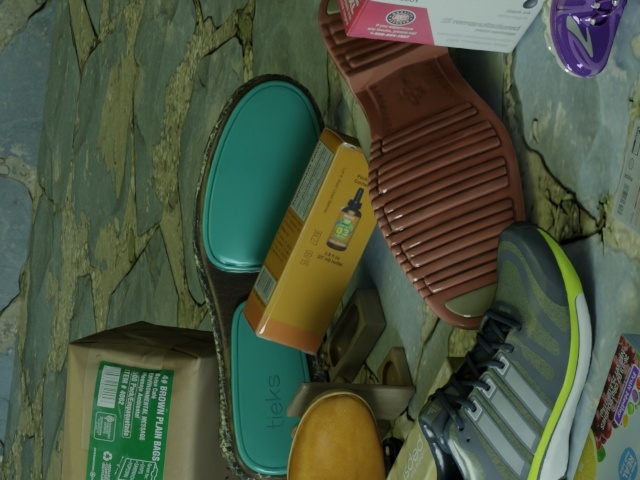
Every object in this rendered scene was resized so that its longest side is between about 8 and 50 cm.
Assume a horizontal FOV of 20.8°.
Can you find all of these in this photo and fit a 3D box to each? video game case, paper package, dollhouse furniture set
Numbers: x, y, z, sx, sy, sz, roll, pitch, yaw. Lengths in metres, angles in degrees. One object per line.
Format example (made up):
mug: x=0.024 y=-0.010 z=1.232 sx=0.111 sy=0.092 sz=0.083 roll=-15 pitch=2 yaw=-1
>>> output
video game case: x=0.270 y=-0.038 z=1.362 sx=0.122 sy=0.011 sz=0.087 roll=-132 pitch=50 yaw=-61
paper package: x=-0.196 y=0.274 z=2.135 sx=0.309 sy=0.168 sz=0.324 roll=-14 pitch=-70 yaw=-79
dollhouse furniture set: x=0.004 y=0.135 z=1.861 sx=0.144 sy=0.123 sz=0.151 roll=118 pitch=148 yaw=-47

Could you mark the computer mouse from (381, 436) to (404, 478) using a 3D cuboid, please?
computer mouse: x=0.082 y=0.308 z=1.754 sx=0.071 sy=0.041 sz=0.242 roll=117 pitch=149 yaw=-48

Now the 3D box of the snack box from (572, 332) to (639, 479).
snack box: x=0.256 y=0.200 z=1.283 sx=0.174 sy=0.070 sz=0.207 roll=-121 pitch=39 yaw=-56

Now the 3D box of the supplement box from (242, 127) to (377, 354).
supplement box: x=0.000 y=0.000 z=1.885 sx=0.233 sy=0.078 sz=0.080 roll=-64 pitch=22 yaw=13

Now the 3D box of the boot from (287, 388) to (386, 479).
boot: x=0.037 y=0.313 z=1.683 sx=0.211 sy=0.104 sz=0.295 roll=-126 pitch=36 yaw=-67

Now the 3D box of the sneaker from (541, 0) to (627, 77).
sneaker: x=0.231 y=-0.214 z=1.417 sx=0.071 sy=0.068 sz=0.170 roll=36 pitch=120 yaw=58

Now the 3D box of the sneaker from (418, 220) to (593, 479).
sneaker: x=0.151 y=0.132 z=1.489 sx=0.111 sy=0.121 sz=0.300 roll=-163 pitch=77 yaw=-68

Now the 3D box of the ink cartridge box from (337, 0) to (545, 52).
ink cartridge box: x=0.133 y=-0.279 z=1.525 sx=0.237 sy=0.172 sz=0.100 roll=123 pitch=144 yaw=-51

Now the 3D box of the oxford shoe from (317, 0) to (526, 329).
oxford shoe: x=0.110 y=-0.076 z=1.673 sx=0.146 sy=0.140 sz=0.397 roll=68 pitch=-174 yaw=-61

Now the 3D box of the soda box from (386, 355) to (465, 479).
soda box: x=0.122 y=0.192 z=1.644 sx=0.061 sy=0.058 sz=0.181 roll=-109 pitch=31 yaw=-43

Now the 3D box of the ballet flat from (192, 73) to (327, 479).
ballet flat: x=-0.068 y=0.055 z=2.045 sx=0.182 sy=0.164 sz=0.482 roll=130 pitch=139 yaw=-81
